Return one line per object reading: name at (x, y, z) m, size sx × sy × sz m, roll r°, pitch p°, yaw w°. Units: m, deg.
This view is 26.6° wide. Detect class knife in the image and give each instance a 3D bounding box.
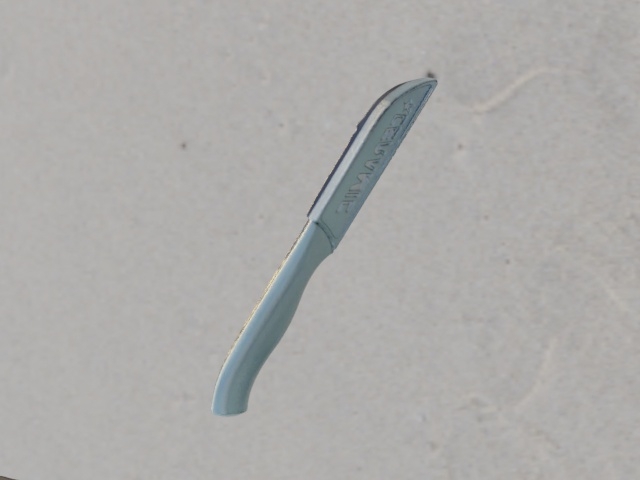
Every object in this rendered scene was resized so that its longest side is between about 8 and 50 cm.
knife at (-0.001, 0.000, 0.706) m, size 0.210 × 0.028 × 0.015 m, roll -60°, pitch 32°, yaw -4°

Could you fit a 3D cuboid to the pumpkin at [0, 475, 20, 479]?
pumpkin at (-0.274, 0.330, 1.062) m, size 0.256 × 0.303 × 0.225 m, roll 19°, pitch 109°, yaw 26°
